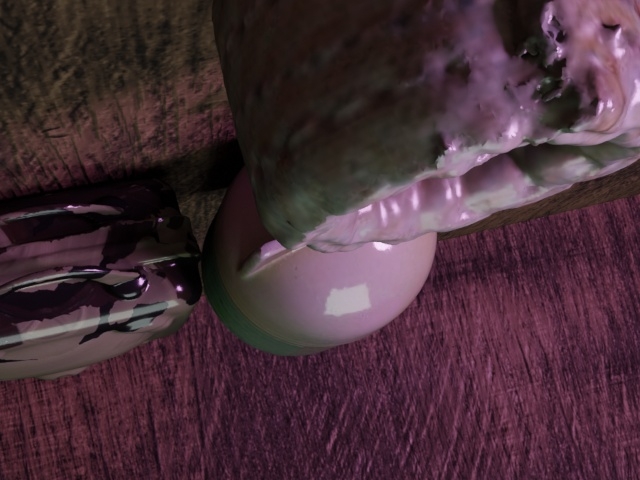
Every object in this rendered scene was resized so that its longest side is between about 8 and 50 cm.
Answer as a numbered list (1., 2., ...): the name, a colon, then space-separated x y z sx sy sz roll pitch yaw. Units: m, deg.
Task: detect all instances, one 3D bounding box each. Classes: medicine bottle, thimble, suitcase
1. medicine bottle: 0.000 0.000 1.309 0.236 0.235 0.406 -12 172 -13
2. thimble: 0.080 -0.118 0.768 0.292 0.195 0.291 -17 170 -3
3. suitcase: -0.308 0.053 1.309 0.352 0.193 0.339 -12 170 -16
